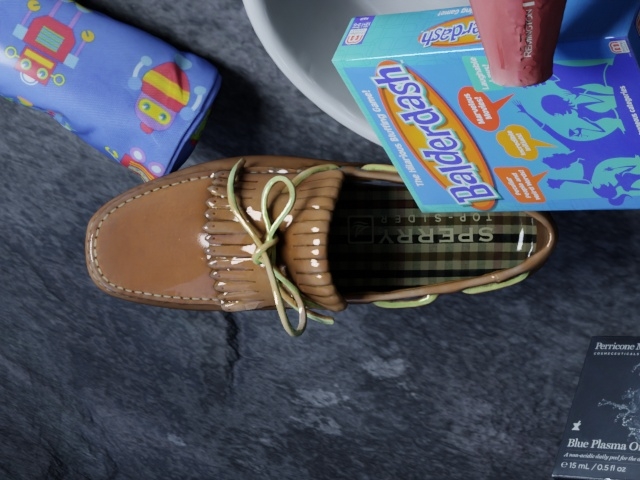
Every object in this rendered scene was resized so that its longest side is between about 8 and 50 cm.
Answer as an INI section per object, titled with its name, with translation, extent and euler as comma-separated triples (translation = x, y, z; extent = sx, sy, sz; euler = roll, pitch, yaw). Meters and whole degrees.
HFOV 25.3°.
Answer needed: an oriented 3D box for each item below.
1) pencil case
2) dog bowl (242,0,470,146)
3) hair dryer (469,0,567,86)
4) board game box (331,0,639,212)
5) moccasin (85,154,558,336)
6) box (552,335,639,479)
[pencil case]
translation = -0.233, -0.155, 1.221
extent = 0.306, 0.119, 0.133
euler = 27, 174, -6
[dog bowl]
translation = 0.100, -0.179, 0.984
extent = 0.349, 0.102, 0.349
euler = 17, 147, 12
[hair dryer]
translation = 0.171, -0.210, 0.783
extent = 0.223, 0.080, 0.293
euler = 32, 112, -9
[board game box]
translation = 0.134, -0.086, 0.954
extent = 0.210, 0.047, 0.160
euler = 0, 141, 35
[moccasin]
translation = 0.000, 0.003, 1.156
extent = 0.380, 0.139, 0.147
euler = 4, -177, -2
[box]
translation = 0.313, 0.176, 1.303
extent = 0.156, 0.158, 0.093
euler = -2, 140, 34
